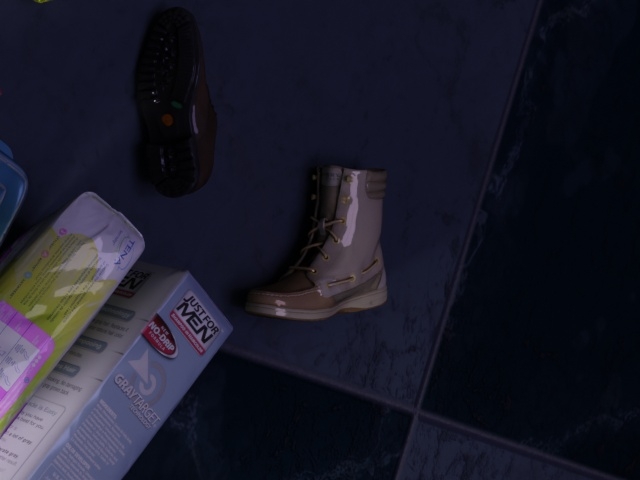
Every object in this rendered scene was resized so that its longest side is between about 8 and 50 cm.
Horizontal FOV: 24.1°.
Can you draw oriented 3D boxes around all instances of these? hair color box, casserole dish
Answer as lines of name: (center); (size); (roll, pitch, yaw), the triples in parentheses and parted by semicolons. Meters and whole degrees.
hair color box: (-0.287, 0.192, 1.691); (0.374, 0.185, 0.114); (-54, 131, -24)
casserole dish: (-0.387, -0.028, 1.651); (0.114, 0.037, 0.188); (40, 71, -42)

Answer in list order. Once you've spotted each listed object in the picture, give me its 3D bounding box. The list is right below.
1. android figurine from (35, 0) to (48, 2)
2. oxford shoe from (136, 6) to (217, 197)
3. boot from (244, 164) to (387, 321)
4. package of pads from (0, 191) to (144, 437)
android figurine: (-0.278, -0.392, 1.654); (0.273, 0.056, 0.248); (-29, 126, -48)
oxford shoe: (-0.169, -0.170, 1.831); (0.096, 0.082, 0.227); (-18, 111, -67)
boot: (0.000, 0.000, 2.013); (0.262, 0.095, 0.204); (-8, 105, -47)
package of pads: (-0.329, 0.093, 1.589); (0.101, 0.229, 0.296); (41, 65, -14)
